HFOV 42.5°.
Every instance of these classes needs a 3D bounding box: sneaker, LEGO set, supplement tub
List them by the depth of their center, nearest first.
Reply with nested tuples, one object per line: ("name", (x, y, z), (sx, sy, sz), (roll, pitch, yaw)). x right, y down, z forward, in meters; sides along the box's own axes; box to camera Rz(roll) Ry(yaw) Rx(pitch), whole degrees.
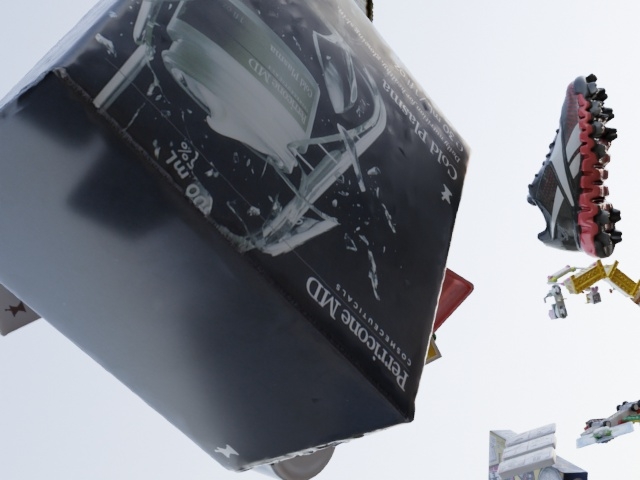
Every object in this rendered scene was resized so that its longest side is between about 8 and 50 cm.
("LEGO set", (0.373, 0.278, 1.134), (0.060, 0.244, 0.182), (68, -163, 4))
("sneaker", (0.373, -0.109, 1.238), (0.098, 0.135, 0.276), (-2, -90, -53))
("supplement tub", (-0.131, 0.357, 1.646), (0.194, 0.316, 0.193), (-2, -86, -43))
("LEGO set", (0.628, 0.106, 1.892), (0.287, 0.107, 0.132), (-3, -90, -23))

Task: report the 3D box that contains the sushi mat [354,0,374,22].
("sushi mat", (0.010, -0.428, 1.397), (0.019, 0.316, 0.151), (-17, -46, -19))

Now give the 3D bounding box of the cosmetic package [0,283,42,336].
("cosmetic package", (-0.536, -0.019, 1.342), (0.161, 0.453, 0.230), (-26, -70, -28))

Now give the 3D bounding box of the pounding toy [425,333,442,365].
("pounding toy", (0.229, 0.241, 1.994), (0.141, 0.130, 0.100), (-27, -8, 1))

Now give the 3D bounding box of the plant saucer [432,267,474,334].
("plant saucer", (0.083, 0.095, 1.406), (0.259, 0.047, 0.258), (32, -66, -16))

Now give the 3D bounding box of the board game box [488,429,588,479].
("board game box", (0.330, 0.405, 1.280), (0.042, 0.243, 0.165), (1, -88, -13))

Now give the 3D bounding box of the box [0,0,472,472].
("box", (-0.097, -0.079, 0.960), (0.480, 0.297, 0.471), (46, -139, -23))
